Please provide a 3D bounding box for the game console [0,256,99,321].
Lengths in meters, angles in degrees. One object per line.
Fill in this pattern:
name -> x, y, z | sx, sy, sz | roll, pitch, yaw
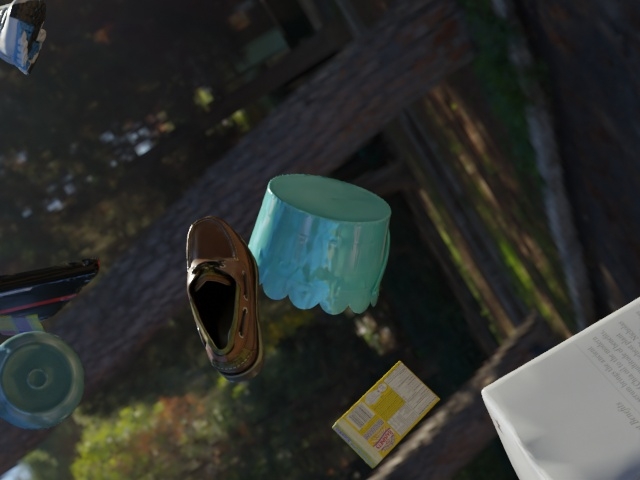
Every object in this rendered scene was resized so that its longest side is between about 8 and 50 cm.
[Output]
game console -> -0.644, 0.120, 2.454 | 0.342, 0.386, 0.060 | -37, 69, 56

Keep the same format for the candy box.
candy box -> 0.121, 0.314, 2.347 | 0.105, 0.206, 0.027 | 46, 140, 7

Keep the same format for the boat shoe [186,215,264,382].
boat shoe -> -0.157, 0.072, 2.060 | 0.104, 0.110, 0.307 | 56, -169, -55

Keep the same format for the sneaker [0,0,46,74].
sneaker -> -0.359, -0.238, 1.461 | 0.083, 0.071, 0.190 | 23, 169, -10

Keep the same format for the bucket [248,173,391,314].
bucket -> 0.000, 0.000, 2.446 | 0.281, 0.281, 0.183 | -117, 38, -63

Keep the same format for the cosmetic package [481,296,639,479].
cosmetic package -> 0.435, 0.164, 1.397 | 0.161, 0.453, 0.230 | 63, 176, -34

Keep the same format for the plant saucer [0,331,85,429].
plant saucer -> -0.342, 0.167, 1.550 | 0.119, 0.119, 0.021 | 58, 158, 2

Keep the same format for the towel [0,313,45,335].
towel -> -0.518, 0.144, 2.207 | 0.060, 0.083, 0.009 | 79, -169, -53
